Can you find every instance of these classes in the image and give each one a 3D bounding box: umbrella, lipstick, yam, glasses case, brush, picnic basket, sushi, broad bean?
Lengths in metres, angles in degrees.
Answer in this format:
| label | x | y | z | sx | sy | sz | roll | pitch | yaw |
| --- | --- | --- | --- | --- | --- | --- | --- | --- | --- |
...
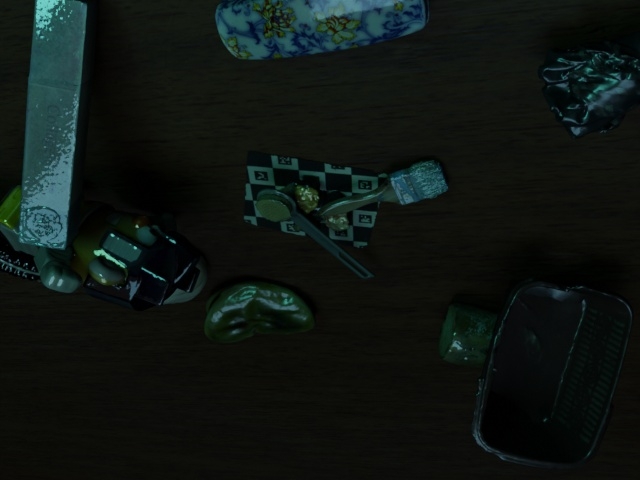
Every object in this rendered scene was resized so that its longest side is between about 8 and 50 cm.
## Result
| label | x | y | z | sx | sy | sz | roll | pitch | yaw |
| --- | --- | --- | --- | --- | --- | --- | --- | --- | --- |
| umbrella | 0.371 | -0.211 | 0.848 | 0.122 | 0.110 | 0.272 | 36 | 132 | -29 |
| lipstick | -0.332 | -0.148 | 1.005 | 0.066 | 0.068 | 0.318 | 10 | 111 | -4 |
| yam | 0.308 | 0.177 | 1.369 | 0.194 | 0.107 | 0.107 | 14 | 143 | -4 |
| glasses case | 0.000 | -0.260 | 0.906 | 0.247 | 0.065 | 0.087 | -3 | 142 | 19 |
| brush | 0.000 | 0.000 | 1.217 | 0.062 | 0.027 | 0.266 | -12 | 141 | 41 |
| brush | 0.085 | -0.066 | 1.146 | 0.196 | 0.021 | 0.070 | -15 | 139 | 15 |
| picnic basket | 0.347 | 0.198 | 1.257 | 0.222 | 0.297 | 0.129 | 12 | -172 | -7 |
| sushi | -0.017 | -0.046 | 1.213 | 0.210 | 0.040 | 0.193 | 11 | 143 | 0 |
| broad bean | -0.115 | 0.131 | 1.461 | 0.206 | 0.072 | 0.153 | -9 | 143 | 7 |

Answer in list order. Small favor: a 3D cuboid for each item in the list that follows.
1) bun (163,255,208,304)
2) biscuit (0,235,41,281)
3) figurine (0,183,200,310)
| label | x | y | z | sx | sy | sz | roll | pitch | yaw |
| --- | --- | --- | --- | --- | --- | --- | --- | --- | --- |
| bun | -0.269 | 0.069 | 1.390 | 0.138 | 0.094 | 0.138 | 8 | 147 | 5 |
| biscuit | -0.498 | -0.002 | 1.294 | 0.194 | 0.194 | 0.053 | 31 | 104 | -25 |
| figurine | -0.320 | 0.010 | 1.188 | 0.308 | 0.309 | 0.143 | 15 | 131 | -5 |
